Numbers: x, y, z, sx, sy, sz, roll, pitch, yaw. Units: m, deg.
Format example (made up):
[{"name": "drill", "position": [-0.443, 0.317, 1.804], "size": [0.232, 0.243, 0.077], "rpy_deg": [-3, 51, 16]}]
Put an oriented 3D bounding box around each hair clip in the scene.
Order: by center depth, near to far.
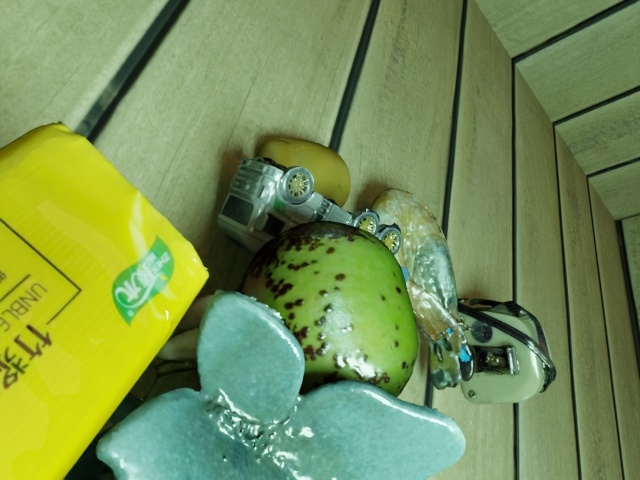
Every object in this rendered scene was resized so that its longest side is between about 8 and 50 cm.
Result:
[{"name": "hair clip", "position": [-0.095, 0.263, 0.519], "size": [0.318, 0.392, 0.238], "rpy_deg": [49, 28, -17]}]

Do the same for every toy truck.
[{"name": "toy truck", "position": [0.000, 0.000, 0.926], "size": [0.367, 0.146, 0.175], "rpy_deg": [31, 85, -35]}]

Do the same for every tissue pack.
[{"name": "tissue pack", "position": [-0.315, 0.122, 0.430], "size": [0.228, 0.293, 0.382], "rpy_deg": [47, 43, -18]}]

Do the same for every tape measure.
[{"name": "tape measure", "position": [0.431, 0.249, 1.291], "size": [0.133, 0.231, 0.271], "rpy_deg": [1, 73, -47]}]

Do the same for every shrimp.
[{"name": "shrimp", "position": [0.219, 0.096, 1.147], "size": [0.221, 0.110, 0.446], "rpy_deg": [-13, 81, -45]}]

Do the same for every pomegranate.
[{"name": "pomegranate", "position": [-0.049, 0.113, 0.699], "size": [0.340, 0.285, 0.285], "rpy_deg": [3, 70, -24]}]

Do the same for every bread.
[{"name": "bread", "position": [-0.020, -0.127, 1.041], "size": [0.217, 0.098, 0.147], "rpy_deg": [-4, 80, -49]}]

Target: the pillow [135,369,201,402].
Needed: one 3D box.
[{"name": "pillow", "position": [-0.116, 0.246, 0.774], "size": [0.302, 0.075, 0.185], "rpy_deg": [45, 40, -24]}]
